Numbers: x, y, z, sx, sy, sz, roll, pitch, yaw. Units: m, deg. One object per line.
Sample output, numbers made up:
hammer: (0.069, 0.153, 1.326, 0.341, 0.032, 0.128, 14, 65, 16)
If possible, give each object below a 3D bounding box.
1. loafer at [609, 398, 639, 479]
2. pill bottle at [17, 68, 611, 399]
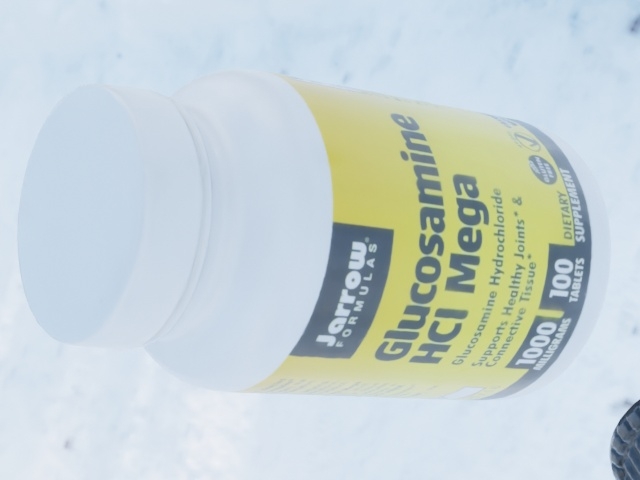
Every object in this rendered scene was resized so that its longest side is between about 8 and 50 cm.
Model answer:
loafer: (0.190, 0.063, 0.539, 0.080, 0.078, 0.220, 63, 145, 12)
pill bottle: (0.000, 0.000, 0.900, 0.188, 0.334, 0.188, -9, 78, 51)
